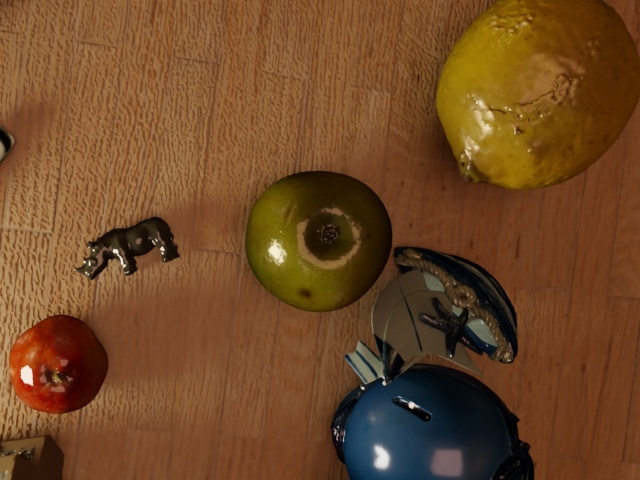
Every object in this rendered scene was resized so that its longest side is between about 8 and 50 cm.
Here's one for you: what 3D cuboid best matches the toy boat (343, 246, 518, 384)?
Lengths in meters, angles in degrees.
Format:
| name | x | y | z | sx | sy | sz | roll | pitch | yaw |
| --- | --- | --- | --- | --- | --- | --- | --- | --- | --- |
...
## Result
| name | x | y | z | sx | sy | sz | roll | pitch | yaw |
| --- | --- | --- | --- | --- | --- | --- | --- | --- | --- |
| toy boat | 0.162 | 0.120 | 1.302 | 0.210 | 0.292 | 0.070 | 28 | 130 | 2 |

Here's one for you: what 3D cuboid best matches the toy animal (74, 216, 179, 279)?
| name | x | y | z | sx | sy | sz | roll | pitch | yaw |
| --- | --- | --- | --- | --- | --- | --- | --- | --- | --- |
| toy animal | -0.255 | 0.014 | 1.279 | 0.135 | 0.047 | 0.065 | -20 | 92 | -11 |

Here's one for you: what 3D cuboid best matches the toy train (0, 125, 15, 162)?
| name | x | y | z | sx | sy | sz | roll | pitch | yaw |
| --- | --- | --- | --- | --- | --- | --- | --- | --- | --- |
| toy train | -0.459 | -0.059 | 1.222 | 0.043 | 0.047 | 0.207 | 39 | 84 | -14 |

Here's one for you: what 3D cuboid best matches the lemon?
| name | x | y | z | sx | sy | sz | roll | pitch | yaw |
| --- | --- | --- | --- | --- | --- | --- | --- | --- | --- |
| lemon | 0.282 | -0.199 | 1.302 | 0.253 | 0.253 | 0.310 | 45 | 83 | -12 |

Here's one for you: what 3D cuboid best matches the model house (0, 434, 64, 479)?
| name | x | y | z | sx | sy | sz | roll | pitch | yaw |
| --- | --- | --- | --- | --- | --- | --- | --- | --- | --- |
| model house | -0.448 | 0.334 | 1.211 | 0.247 | 0.181 | 0.176 | -8 | 52 | 12 |

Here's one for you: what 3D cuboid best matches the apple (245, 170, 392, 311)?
| name | x | y | z | sx | sy | sz | roll | pitch | yaw |
| --- | --- | --- | --- | --- | --- | --- | --- | --- | --- |
| apple | 0.000 | 0.000 | 1.287 | 0.196 | 0.157 | 0.197 | 1 | 84 | -11 |

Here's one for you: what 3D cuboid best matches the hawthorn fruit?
| name | x | y | z | sx | sy | sz | roll | pitch | yaw |
| --- | --- | --- | --- | --- | --- | --- | --- | --- | --- |
| hawthorn fruit | -0.334 | 0.158 | 1.230 | 0.125 | 0.140 | 0.125 | 3 | 100 | 18 |

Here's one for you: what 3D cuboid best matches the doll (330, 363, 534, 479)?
| name | x | y | z | sx | sy | sz | roll | pitch | yaw |
| --- | --- | --- | --- | --- | --- | --- | --- | --- | --- |
| doll | 0.127 | 0.316 | 1.292 | 0.310 | 0.284 | 0.240 | -61 | 146 | -9 |
